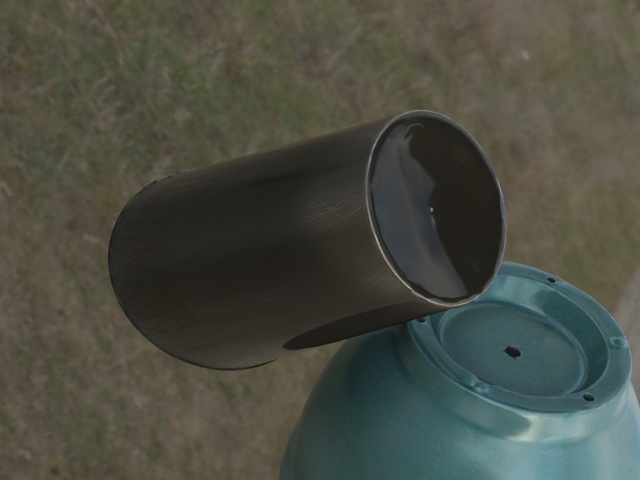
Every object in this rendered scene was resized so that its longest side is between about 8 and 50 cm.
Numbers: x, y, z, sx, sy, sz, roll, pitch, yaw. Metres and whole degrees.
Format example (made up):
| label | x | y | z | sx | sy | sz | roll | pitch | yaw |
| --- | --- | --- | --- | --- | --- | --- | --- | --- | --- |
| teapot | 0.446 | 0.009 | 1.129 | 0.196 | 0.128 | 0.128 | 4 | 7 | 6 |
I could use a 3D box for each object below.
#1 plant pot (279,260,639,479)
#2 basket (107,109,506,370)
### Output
| label | x | y | z | sx | sy | sz | roll | pitch | yaw |
| --- | --- | --- | --- | --- | --- | --- | --- | --- | --- |
| plant pot | 0.128 | 0.140 | 0.979 | 0.293 | 0.293 | 0.196 | -85 | -173 | -54 |
| basket | 0.000 | 0.000 | 0.864 | 0.204 | 0.227 | 0.154 | 2 | 78 | -41 |
